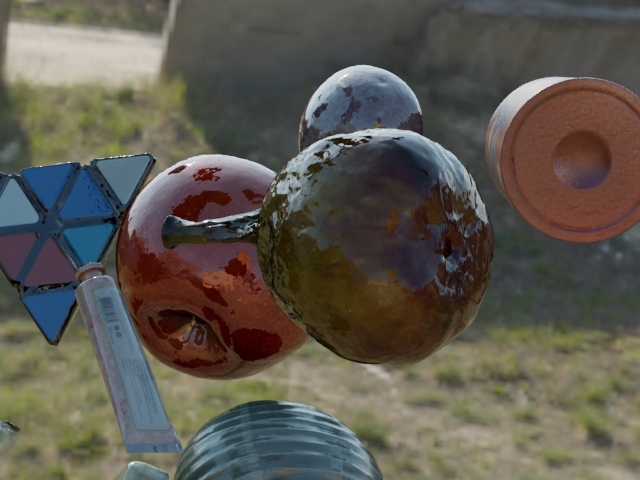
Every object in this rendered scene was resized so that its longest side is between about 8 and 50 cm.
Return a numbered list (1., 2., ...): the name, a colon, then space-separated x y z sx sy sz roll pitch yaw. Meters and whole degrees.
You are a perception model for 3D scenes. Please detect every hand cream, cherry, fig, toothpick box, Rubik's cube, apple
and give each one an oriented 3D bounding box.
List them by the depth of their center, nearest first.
1. fig: -0.009 -0.012 1.184 0.290 0.191 0.190 18 15 18
2. hand cream: -0.190 0.114 1.452 0.067 0.043 0.210 10 46 -44
3. apple: -0.106 0.036 1.722 0.260 0.260 0.216 12 44 19
4. cherry: 0.050 -0.148 1.936 0.176 0.176 0.140 20 -6 46
5. toothpick box: 0.322 -0.113 1.969 0.204 0.204 0.333 7 6 1
6. Rubik's cube: -0.399 0.000 1.993 0.234 0.284 0.250 28 53 -6

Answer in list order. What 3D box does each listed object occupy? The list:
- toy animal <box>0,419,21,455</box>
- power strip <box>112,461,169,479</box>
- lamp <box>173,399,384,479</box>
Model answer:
1. toy animal: -0.404 0.261 1.771 0.071 0.124 0.085 39 -19 -25
2. power strip: -0.225 0.315 1.634 0.046 0.118 0.270 23 -23 -10
3. lamp: -0.041 0.284 1.650 0.265 0.233 0.233 25 2 -30
